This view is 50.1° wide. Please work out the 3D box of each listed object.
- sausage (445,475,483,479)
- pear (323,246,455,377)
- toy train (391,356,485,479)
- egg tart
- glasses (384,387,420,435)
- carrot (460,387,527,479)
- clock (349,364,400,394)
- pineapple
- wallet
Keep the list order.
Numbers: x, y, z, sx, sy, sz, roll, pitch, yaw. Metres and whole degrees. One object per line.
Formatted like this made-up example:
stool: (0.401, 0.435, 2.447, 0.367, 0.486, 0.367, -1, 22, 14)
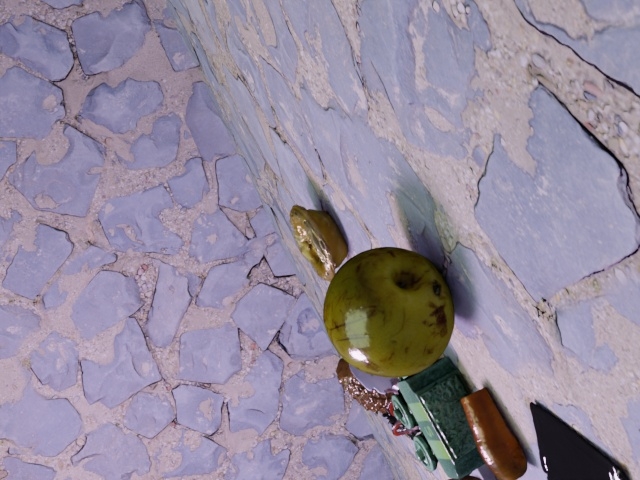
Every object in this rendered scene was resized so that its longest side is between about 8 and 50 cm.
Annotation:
sausage: (0.366, 0.671, 1.761, 0.121, 0.121, 0.304, 60, 166, 17)
pear: (0.139, 0.138, 1.384, 0.283, 0.283, 0.283, 60, 170, 17)
toy train: (0.292, 0.435, 1.662, 0.299, 0.167, 0.238, 60, 165, 10)
egg tart: (0.000, 0.000, 2.150, 0.288, 0.118, 0.288, 62, 170, 18)
glasses: (0.259, 0.446, 1.890, 0.255, 0.162, 0.095, 77, 175, -47)
carrot: (0.361, 0.410, 1.441, 0.193, 0.087, 0.087, 61, 170, 8)
clock: (0.199, 0.371, 2.006, 0.189, 0.189, 0.254, 58, 180, 28)
pineapple: (0.216, 0.502, 2.266, 0.362, 0.202, 0.202, 49, 173, -11)
wallet: (0.460, 0.457, 1.163, 0.323, 0.041, 0.247, 69, 169, -18)
